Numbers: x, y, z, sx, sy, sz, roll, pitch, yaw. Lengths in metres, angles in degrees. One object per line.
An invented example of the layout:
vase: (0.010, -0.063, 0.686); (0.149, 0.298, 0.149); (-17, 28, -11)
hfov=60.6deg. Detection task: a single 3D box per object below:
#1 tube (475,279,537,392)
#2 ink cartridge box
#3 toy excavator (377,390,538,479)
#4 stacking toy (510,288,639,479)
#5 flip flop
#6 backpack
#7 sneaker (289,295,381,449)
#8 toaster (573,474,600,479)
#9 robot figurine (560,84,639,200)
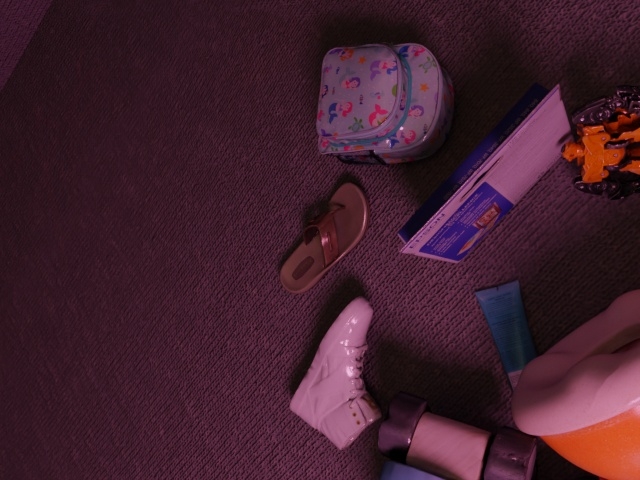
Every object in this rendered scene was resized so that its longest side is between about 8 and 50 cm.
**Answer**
tube: (0.336, 0.178, 0.953); (0.080, 0.052, 0.207); (-20, 70, 21)
ink cartridge box: (0.262, -0.096, 0.873); (0.304, 0.307, 0.072); (-48, 63, 16)
toy excavator: (0.183, 0.530, 0.878); (0.222, 0.433, 0.446); (12, 63, 30)
stacking toy: (0.518, 0.309, 0.702); (0.350, 0.350, 0.480); (-39, 78, 21)
flip flop: (0.000, 0.000, 1.143); (0.277, 0.080, 0.112); (-49, 64, 16)
backpack: (0.121, -0.263, 1.051); (0.253, 0.191, 0.226); (5, 86, 25)
sneaker: (0.069, 0.266, 1.068); (0.169, 0.108, 0.293); (35, 111, 26)
toaster: (0.389, 0.444, 0.796); (0.129, 0.226, 0.147); (0, 86, 56)
robot figurine: (0.514, -0.158, 0.815); (0.290, 0.211, 0.085); (-4, 47, 21)
